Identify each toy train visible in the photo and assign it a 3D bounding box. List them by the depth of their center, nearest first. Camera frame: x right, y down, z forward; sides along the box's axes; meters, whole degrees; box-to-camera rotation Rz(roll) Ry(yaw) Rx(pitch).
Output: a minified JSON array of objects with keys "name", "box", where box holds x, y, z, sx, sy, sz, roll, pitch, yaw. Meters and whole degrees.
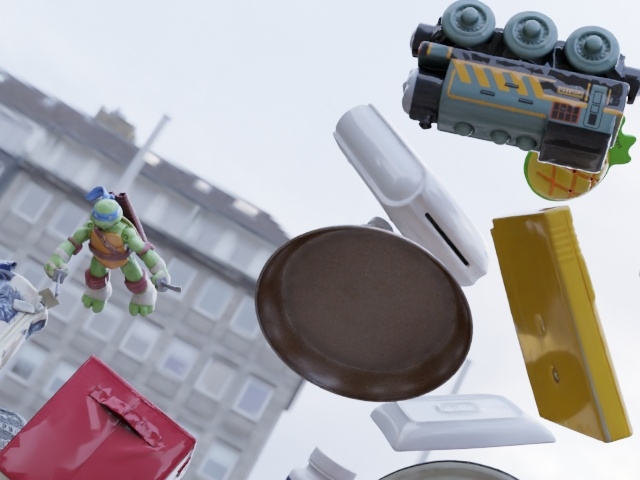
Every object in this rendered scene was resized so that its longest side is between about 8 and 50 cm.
[{"name":"toy train","box":[0.277,-0.214,1.708,0.334,0.190,0.142,14,-23,8]}]

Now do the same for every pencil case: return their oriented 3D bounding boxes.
[{"name":"pencil case","box":[-0.607,0.205,2.050,0.184,0.410,0.160,-20,-65,29]}]

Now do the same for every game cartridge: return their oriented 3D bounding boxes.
[{"name":"game cartridge","box":[0.337,0.113,1.752,0.285,0.053,0.323,176,-100,-82]}]

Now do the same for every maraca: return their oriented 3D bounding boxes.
[{"name":"maraca","box":[0.415,-0.136,1.961,0.127,0.186,0.099,56,10,-23]}]

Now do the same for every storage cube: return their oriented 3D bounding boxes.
[{"name":"storage cube","box":[-0.300,0.303,1.615,0.184,0.193,0.215,38,-28,6]}]

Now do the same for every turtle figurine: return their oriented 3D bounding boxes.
[{"name":"turtle figurine","box":[-0.372,0.071,2.150,0.274,0.198,0.266,60,-16,27]}]

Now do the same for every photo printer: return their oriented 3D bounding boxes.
[{"name":"photo printer","box":[0.161,-0.070,2.058,0.256,0.107,0.307,47,7,-38]}]

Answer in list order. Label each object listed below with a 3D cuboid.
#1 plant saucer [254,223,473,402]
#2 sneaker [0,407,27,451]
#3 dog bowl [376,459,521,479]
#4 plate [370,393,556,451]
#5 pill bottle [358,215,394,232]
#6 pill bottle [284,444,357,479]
[{"name":"plant saucer","box":[0.062,0.096,1.715,0.311,0.050,0.310,8,-53,10]},{"name":"sneaker","box":[-0.535,0.387,1.936,0.124,0.178,0.295,20,5,-17]},{"name":"dog bowl","box":[0.178,0.514,1.653,0.408,0.408,0.150,13,-22,32]},{"name":"plate","box":[0.241,0.310,2.129,0.278,0.045,0.277,-2,4,-6]},{"name":"pill bottle","box":[0.068,0.014,1.999,0.065,0.116,0.065,32,-31,22]},{"name":"pill bottle","box":[-0.021,0.444,2.051,0.112,0.186,0.112,33,0,0]}]
